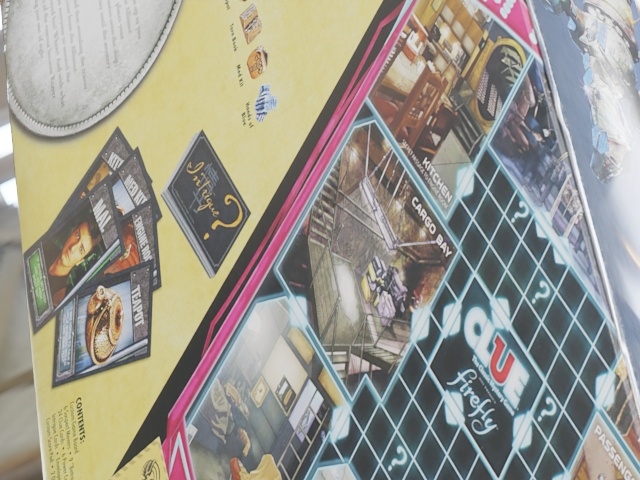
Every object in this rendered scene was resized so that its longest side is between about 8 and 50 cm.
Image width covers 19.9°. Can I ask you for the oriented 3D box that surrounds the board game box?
[{"bbox_3d":[0.000,0.000,0.401,0.042,0.243,0.165,18,-40,-41],"label":"board game box"}]
